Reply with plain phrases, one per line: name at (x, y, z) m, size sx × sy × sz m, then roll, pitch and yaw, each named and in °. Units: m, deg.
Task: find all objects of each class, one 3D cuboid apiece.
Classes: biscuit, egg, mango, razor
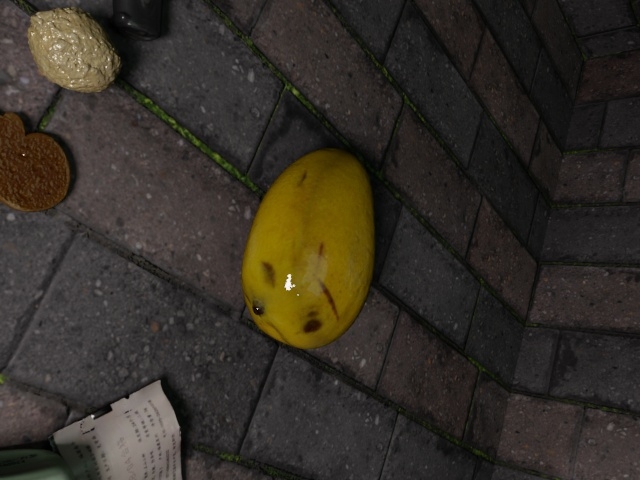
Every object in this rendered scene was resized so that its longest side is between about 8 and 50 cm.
biscuit at (-0.444, -0.118, 0.867) m, size 0.175 × 0.026 × 0.124 m, roll 49°, pitch 55°, yaw -36°
egg at (-0.365, -0.283, 0.886) m, size 0.140 × 0.118 × 0.116 m, roll 33°, pitch 83°, yaw -33°
mango at (0.000, 0.000, 1.211) m, size 0.301 × 0.221 × 0.445 m, roll 45°, pitch 56°, yaw -35°
razor at (-0.303, -0.412, 0.996) m, size 0.090 × 0.054 × 0.148 m, roll 5°, pitch 87°, yaw -47°

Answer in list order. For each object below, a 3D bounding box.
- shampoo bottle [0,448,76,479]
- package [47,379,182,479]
shampoo bottle at (-0.438, 0.470, 0.788) m, size 0.222 × 0.151 × 0.349 m, roll 7°, pitch 86°, yaw -40°
package at (-0.321, 0.386, 0.982) m, size 0.204 × 0.062 × 0.250 m, roll -22°, pitch 110°, yaw -44°
